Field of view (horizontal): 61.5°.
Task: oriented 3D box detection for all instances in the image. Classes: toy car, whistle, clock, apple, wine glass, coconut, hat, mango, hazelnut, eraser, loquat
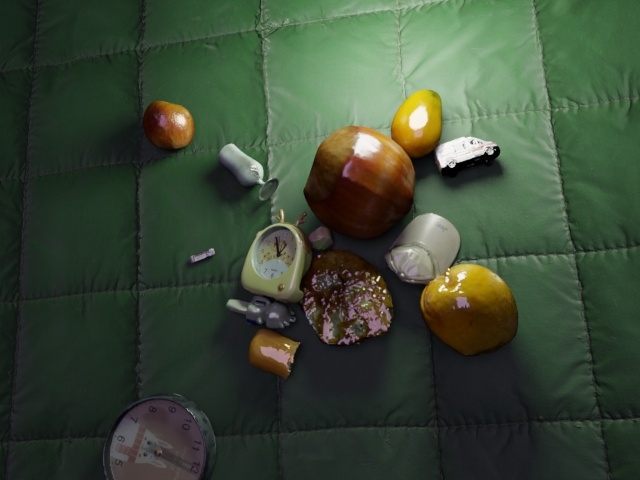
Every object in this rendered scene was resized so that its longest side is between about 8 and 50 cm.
[{"bbox_3d":[0.490,-0.294,1.809,0.210,0.089,0.108,-17,68,10],"label":"toy car"},{"bbox_3d":[-0.200,0.244,1.820,0.245,0.092,0.110,11,37,9],"label":"whistle"},{"bbox_3d":[-0.542,0.708,1.796,0.387,0.076,0.385,-2,78,11],"label":"clock"},{"bbox_3d":[-0.576,-0.431,2.019,0.195,0.160,0.173,14,103,20],"label":"apple"},{"bbox_3d":[-0.265,-0.249,1.935,0.231,0.103,0.103,40,88,18],"label":"wine glass"},{"bbox_3d":[0.000,0.000,1.845,0.083,0.082,0.081,17,50,-27],"label":"coconut"},{"bbox_3d":[0.332,0.025,1.752,0.214,0.149,0.244,30,96,15],"label":"hat"},{"bbox_3d":[-0.130,0.046,1.818,0.235,0.096,0.307,11,79,37],"label":"clock"},{"bbox_3d":[0.327,-0.397,1.832,0.176,0.139,0.254,-5,59,24],"label":"mango"},{"bbox_3d":[0.129,-0.188,1.748,0.366,0.366,0.365,-2,78,10],"label":"hazelnut"},{"bbox_3d":[-0.427,0.055,1.943,0.099,0.019,0.027,-22,89,5],"label":"eraser"},{"bbox_3d":[0.448,0.213,1.621,0.276,0.276,0.283,-32,81,3],"label":"loquat"}]

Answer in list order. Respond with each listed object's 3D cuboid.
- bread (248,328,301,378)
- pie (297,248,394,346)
[{"bbox_3d":[-0.159,0.373,1.790,0.173,0.085,0.134,16,81,13],"label":"bread"},{"bbox_3d":[0.082,0.191,1.774,0.288,0.103,0.354,-36,67,2],"label":"pie"}]
